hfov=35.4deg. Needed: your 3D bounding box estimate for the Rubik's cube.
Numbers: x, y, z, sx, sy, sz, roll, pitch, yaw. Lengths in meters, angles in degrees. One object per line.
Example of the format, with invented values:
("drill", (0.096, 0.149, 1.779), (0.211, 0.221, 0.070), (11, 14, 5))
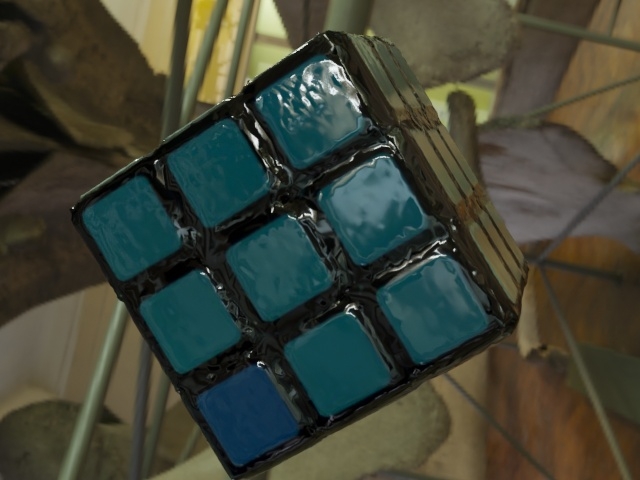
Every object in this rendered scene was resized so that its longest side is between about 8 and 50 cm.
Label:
("Rubik's cube", (0.000, 0.000, 0.524), (0.160, 0.162, 0.163), (-32, 2, 16))
